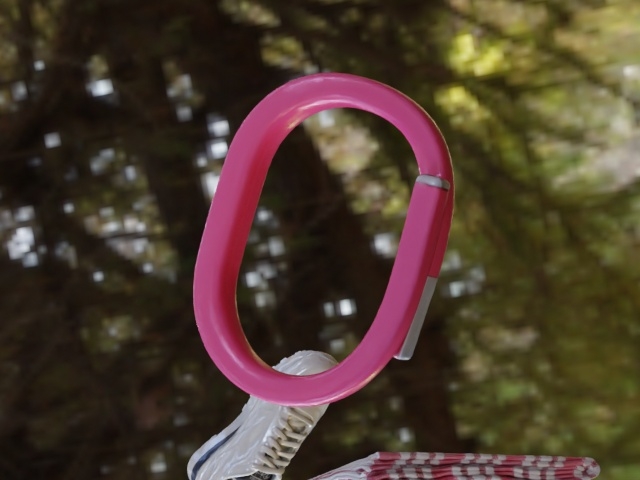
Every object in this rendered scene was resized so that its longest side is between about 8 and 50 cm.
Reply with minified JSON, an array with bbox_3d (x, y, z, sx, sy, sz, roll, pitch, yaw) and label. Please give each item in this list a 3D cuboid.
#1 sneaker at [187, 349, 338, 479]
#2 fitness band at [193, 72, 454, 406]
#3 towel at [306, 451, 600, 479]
[{"bbox_3d":[-0.055,0.229,2.069,0.090,0.235,0.095,33,-166,-26],"label":"sneaker"},{"bbox_3d":[0.000,0.000,1.546,0.054,0.209,0.291,16,-89,-68],"label":"fitness band"},{"bbox_3d":[0.095,0.189,1.376,0.144,0.197,0.029,146,125,-62],"label":"towel"}]
